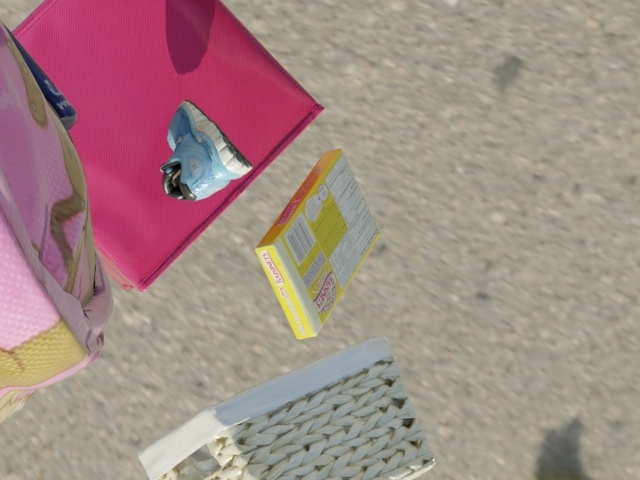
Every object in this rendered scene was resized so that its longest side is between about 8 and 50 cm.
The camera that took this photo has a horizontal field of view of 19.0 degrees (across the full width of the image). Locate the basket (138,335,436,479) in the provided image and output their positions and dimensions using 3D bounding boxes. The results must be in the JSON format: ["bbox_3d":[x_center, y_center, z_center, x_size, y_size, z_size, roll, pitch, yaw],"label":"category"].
[{"bbox_3d":[-0.019,0.150,1.323,0.167,0.113,0.103,-19,79,-40],"label":"basket"}]

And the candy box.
[{"bbox_3d":[0.000,0.000,1.884,0.027,0.206,0.105,-12,113,27],"label":"candy box"}]

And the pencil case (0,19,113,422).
[{"bbox_3d":[-0.242,0.045,0.458,0.386,0.167,0.160,-30,112,0],"label":"pencil case"}]

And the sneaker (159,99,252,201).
[{"bbox_3d":[-0.116,-0.074,1.675,0.073,0.162,0.063,-42,108,-2],"label":"sneaker"}]

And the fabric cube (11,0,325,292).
[{"bbox_3d":[-0.188,-0.126,1.893,0.258,0.259,0.254,44,82,-7],"label":"fabric cube"}]
